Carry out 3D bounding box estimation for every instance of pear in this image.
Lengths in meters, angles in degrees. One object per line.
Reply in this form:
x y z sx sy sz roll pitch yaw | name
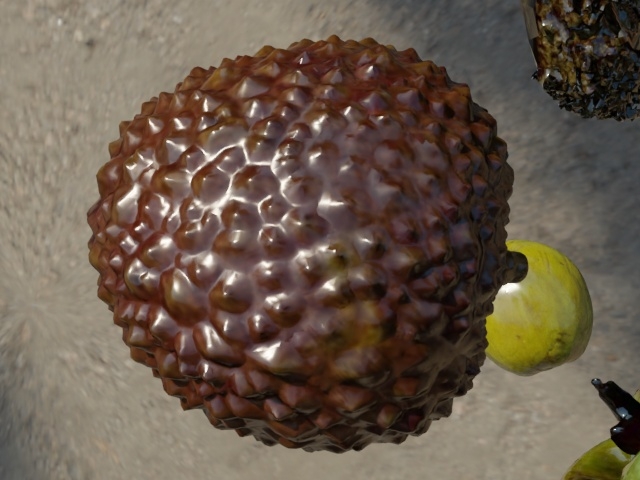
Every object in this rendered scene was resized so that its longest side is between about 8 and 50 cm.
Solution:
0.242 0.081 1.545 0.149 0.149 0.162 -27 94 -12 | pear

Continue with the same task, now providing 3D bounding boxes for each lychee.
0.000 0.000 0.866 0.304 0.276 0.275 7 86 -16 | lychee

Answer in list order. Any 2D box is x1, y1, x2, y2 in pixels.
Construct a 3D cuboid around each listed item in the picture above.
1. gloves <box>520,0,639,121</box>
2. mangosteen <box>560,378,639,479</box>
0.225 -0.216 0.849 0.135 0.210 0.312 35 70 32 | gloves
0.235 0.152 0.660 0.243 0.243 0.243 1 87 -12 | mangosteen
